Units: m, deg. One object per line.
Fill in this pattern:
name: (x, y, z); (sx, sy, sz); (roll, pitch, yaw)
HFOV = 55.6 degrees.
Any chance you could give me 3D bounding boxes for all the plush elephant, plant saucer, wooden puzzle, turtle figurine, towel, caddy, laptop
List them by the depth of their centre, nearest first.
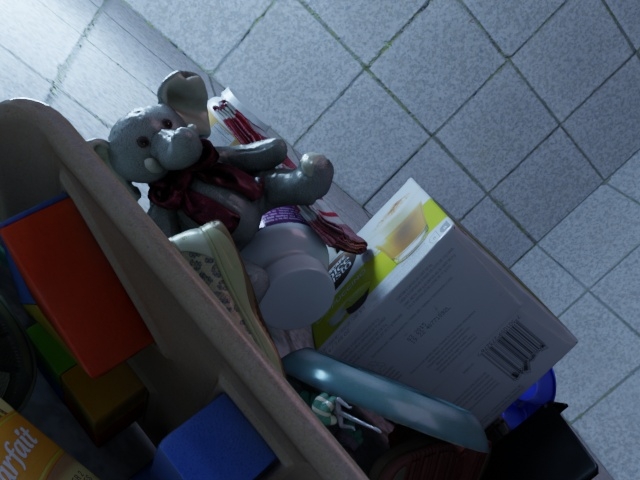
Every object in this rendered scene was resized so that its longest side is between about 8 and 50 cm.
wooden puzzle: (-0.120, 0.120, 0.434); (0.348, 0.322, 0.080); (44, 56, 10)
turtle figurine: (0.023, 0.258, 0.698); (0.175, 0.118, 0.234); (57, -6, -11)
plant saucer: (0.091, 0.218, 0.869); (0.318, 0.043, 0.317); (21, -8, 3)
plush elephant: (-0.189, -0.096, 0.874); (0.330, 0.271, 0.255); (17, -25, 43)
laptop: (0.360, 0.402, 1.048); (0.136, 0.234, 0.264); (53, 14, 31)
towel: (-0.044, -0.109, 1.101); (0.329, 0.037, 0.237); (50, 8, 13)
caddy: (0.437, 0.328, 1.562); (0.179, 0.241, 0.341); (19, 28, -55)

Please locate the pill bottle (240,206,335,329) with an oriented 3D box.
pill bottle: (-0.084, 0.012, 1.054); (0.169, 0.169, 0.301); (36, 14, -37)

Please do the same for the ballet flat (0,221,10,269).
ballet flat: (-0.275, 0.014, 0.587); (0.247, 0.087, 0.083); (49, 27, -38)

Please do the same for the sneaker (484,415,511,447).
sneaker: (0.341, 0.386, 1.375); (0.267, 0.101, 0.106); (49, 10, 18)

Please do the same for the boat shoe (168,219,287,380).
boat shoe: (-0.109, 0.120, 0.721); (0.285, 0.090, 0.104); (68, -17, 6)

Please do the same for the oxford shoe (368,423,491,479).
oxford shoe: (0.144, 0.339, 0.922); (0.130, 0.122, 0.348); (20, -2, 35)

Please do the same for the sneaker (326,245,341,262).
sneaker: (0.000, 0.000, 1.510); (0.232, 0.115, 0.090); (48, 12, 17)

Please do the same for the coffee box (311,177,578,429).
coffee box: (0.210, 0.138, 1.197); (0.338, 0.337, 0.334); (40, 12, -17)

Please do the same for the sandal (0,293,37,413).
sandal: (-0.310, 0.018, 0.457); (0.302, 0.120, 0.086); (54, -4, 13)

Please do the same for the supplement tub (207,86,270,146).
supplement tub: (-0.218, -0.215, 1.308); (0.144, 0.199, 0.144); (42, 11, -11)

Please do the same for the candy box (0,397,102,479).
candy box: (-0.208, 0.165, 0.299); (0.316, 0.087, 0.183); (44, 12, -8)
